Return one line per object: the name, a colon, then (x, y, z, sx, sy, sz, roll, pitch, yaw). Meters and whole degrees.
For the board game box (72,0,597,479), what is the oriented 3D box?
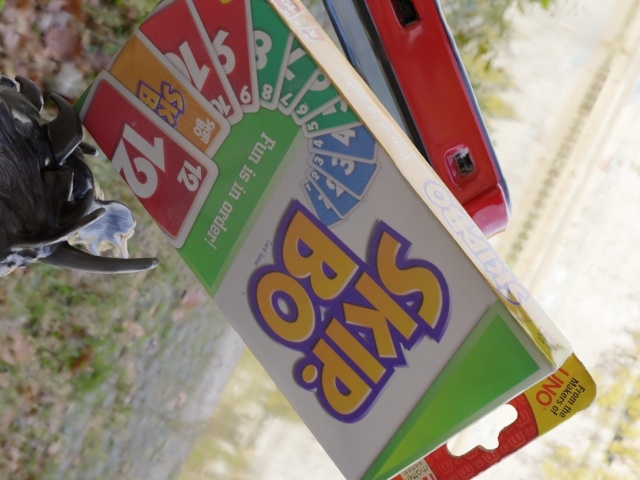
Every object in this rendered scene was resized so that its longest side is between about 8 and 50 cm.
board game box: (0.000, 0.000, 0.505, 0.124, 0.259, 0.039, -41, 175, 33)

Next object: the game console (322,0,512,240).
game console: (0.030, -0.195, 0.907, 0.060, 0.386, 0.342, -26, -157, -3)

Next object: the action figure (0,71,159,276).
action figure: (-0.199, -0.042, 0.558, 0.141, 0.276, 0.164, -48, 145, 2)
